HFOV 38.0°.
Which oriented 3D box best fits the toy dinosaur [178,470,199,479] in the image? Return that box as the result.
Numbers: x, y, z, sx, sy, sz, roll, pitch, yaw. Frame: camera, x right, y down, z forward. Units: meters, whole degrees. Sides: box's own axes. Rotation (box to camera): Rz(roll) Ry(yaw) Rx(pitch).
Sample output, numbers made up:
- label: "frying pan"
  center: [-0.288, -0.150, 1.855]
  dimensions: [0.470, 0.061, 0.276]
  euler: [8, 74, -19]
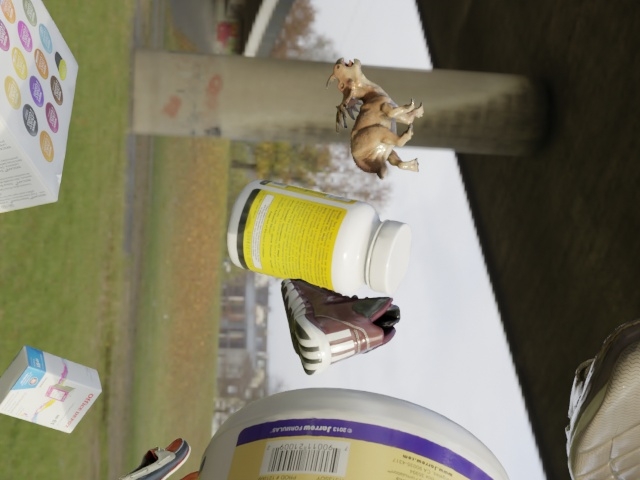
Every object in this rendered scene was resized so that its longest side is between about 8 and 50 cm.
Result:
- label: "toy dinosaur"
  center: [-0.145, 0.296, 1.145]
  dimensions: [0.082, 0.090, 0.047]
  euler: [-57, -152, 20]

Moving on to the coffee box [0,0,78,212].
- label: "coffee box"
  center: [-0.617, -0.252, 1.459]
  dimensions: [0.334, 0.338, 0.337]
  euler: [70, 12, -50]

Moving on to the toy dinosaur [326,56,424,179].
- label: "toy dinosaur"
  center: [0.104, -0.231, 1.943]
  dimensions: [0.127, 0.201, 0.295]
  euler: [60, 32, -59]

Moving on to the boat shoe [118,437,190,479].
- label: "boat shoe"
  center: [-0.227, 0.308, 1.273]
  dimensions: [0.043, 0.049, 0.137]
  euler: [59, 33, -7]

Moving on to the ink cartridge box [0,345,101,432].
- label: "ink cartridge box"
  center: [-0.391, 0.215, 1.333]
  dimensions: [0.088, 0.122, 0.052]
  euler: [-52, -141, 13]

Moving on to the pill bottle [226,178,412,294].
- label: "pill bottle"
  center: [0.000, 0.000, 1.824]
  dimensions: [0.188, 0.334, 0.187]
  euler: [14, 90, -69]

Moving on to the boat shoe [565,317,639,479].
- label: "boat shoe"
  center: [0.265, 0.158, 0.812]
  dimensions: [0.355, 0.132, 0.130]
  euler: [76, 3, -51]

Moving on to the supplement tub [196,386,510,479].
- label: "supplement tub"
  center: [0.003, 0.292, 0.606]
  dimensions: [0.241, 0.241, 0.331]
  euler: [102, 0, -48]

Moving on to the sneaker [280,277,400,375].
- label: "sneaker"
  center: [0.034, 0.117, 1.402]
  dimensions: [0.281, 0.163, 0.106]
  euler: [-121, -161, -71]
